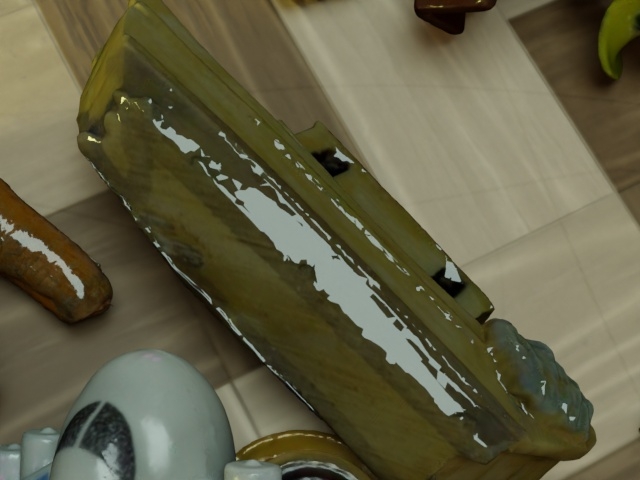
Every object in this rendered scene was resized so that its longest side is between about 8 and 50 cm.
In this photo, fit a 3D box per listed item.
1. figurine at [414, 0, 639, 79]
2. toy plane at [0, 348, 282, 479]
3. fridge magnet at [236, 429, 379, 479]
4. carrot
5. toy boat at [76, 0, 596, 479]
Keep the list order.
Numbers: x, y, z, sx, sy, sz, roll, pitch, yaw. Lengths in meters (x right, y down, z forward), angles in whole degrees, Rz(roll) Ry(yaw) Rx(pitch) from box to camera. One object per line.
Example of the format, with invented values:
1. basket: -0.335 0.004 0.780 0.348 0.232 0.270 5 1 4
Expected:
1. figurine: 0.200 -0.249 0.915 0.338 0.204 0.283 40 69 4
2. toy plane: -0.113 0.197 0.711 0.266 0.122 0.267 -4 82 28
3. fridge magnet: -0.010 0.192 0.781 0.143 0.063 0.143 3 71 -10
4. carrot: -0.219 -0.008 0.831 0.186 0.060 0.060 36 68 7
5. toy boat: 0.000 0.000 0.818 0.445 0.136 0.162 45 36 8
